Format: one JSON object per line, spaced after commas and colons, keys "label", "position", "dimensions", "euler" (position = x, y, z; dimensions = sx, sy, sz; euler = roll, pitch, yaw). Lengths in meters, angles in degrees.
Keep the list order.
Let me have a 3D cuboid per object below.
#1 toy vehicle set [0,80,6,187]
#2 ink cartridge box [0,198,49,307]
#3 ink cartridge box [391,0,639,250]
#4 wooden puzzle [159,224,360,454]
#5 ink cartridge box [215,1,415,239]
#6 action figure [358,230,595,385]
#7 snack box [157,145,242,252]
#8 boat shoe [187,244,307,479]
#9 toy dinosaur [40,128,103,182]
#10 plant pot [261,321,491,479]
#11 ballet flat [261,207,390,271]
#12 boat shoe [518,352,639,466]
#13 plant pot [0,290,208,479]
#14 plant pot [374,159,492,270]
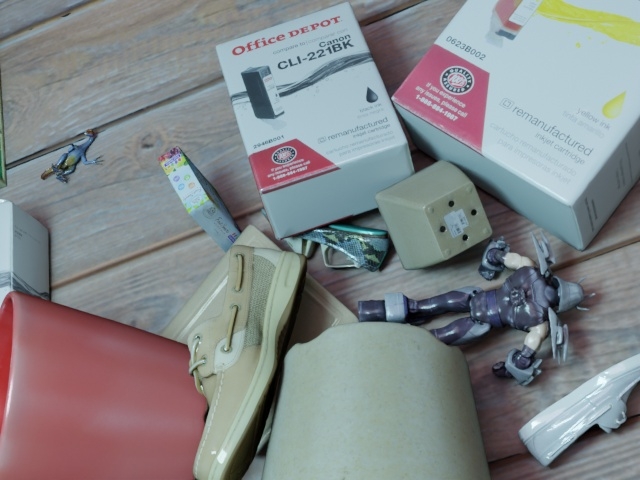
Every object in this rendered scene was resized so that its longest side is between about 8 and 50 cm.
{"label": "toy vehicle set", "position": [-0.529, -0.224, 1.929], "dimensions": [0.035, 0.166, 0.267], "euler": [-16, 64, 13]}
{"label": "ink cartridge box", "position": [-0.486, 0.108, 1.799], "dimensions": [0.207, 0.117, 0.283], "euler": [-12, 65, 15]}
{"label": "ink cartridge box", "position": [0.319, -0.230, 1.627], "dimensions": [0.279, 0.160, 0.385], "euler": [34, 82, 26]}
{"label": "wooden puzzle", "position": [-0.085, 0.127, 1.684], "dimensions": [0.221, 0.044, 0.238], "euler": [-51, 57, 3]}
{"label": "ink cartridge box", "position": [-0.008, -0.162, 1.708], "dimensions": [0.197, 0.114, 0.273], "euler": [-19, 52, 0]}
{"label": "action figure", "position": [0.191, 0.087, 1.582], "dimensions": [0.285, 0.099, 0.185], "euler": [-11, 57, 11]}
{"label": "snack box", "position": [-0.156, -0.052, 1.735], "dimensions": [0.037, 0.141, 0.100], "euler": [-35, 61, 2]}
{"label": "boat shoe", "position": [-0.103, 0.145, 1.525], "dimensions": [0.110, 0.122, 0.341], "euler": [14, 46, 3]}
{"label": "toy dinosaur", "position": [-0.364, -0.129, 1.903], "dimensions": [0.090, 0.047, 0.082], "euler": [5, 51, 33]}
{"label": "plant pot", "position": [0.063, 0.271, 1.443], "dimensions": [0.333, 0.334, 0.306], "euler": [-9, 54, 16]}
{"label": "ballet flat", "position": [0.000, 0.000, 1.706], "dimensions": [0.188, 0.070, 0.070], "euler": [15, 74, 29]}
{"label": "boat shoe", "position": [0.319, 0.196, 1.506], "dimensions": [0.184, 0.066, 0.063], "euler": [-34, 75, 1]}
{"label": "plant pot", "position": [-0.277, 0.211, 1.575], "dimensions": [0.243, 0.275, 0.275], "euler": [9, 66, -19]}
{"label": "plant pot", "position": [0.149, -0.028, 1.599], "dimensions": [0.109, 0.109, 0.096], "euler": [-28, 14, -17]}
